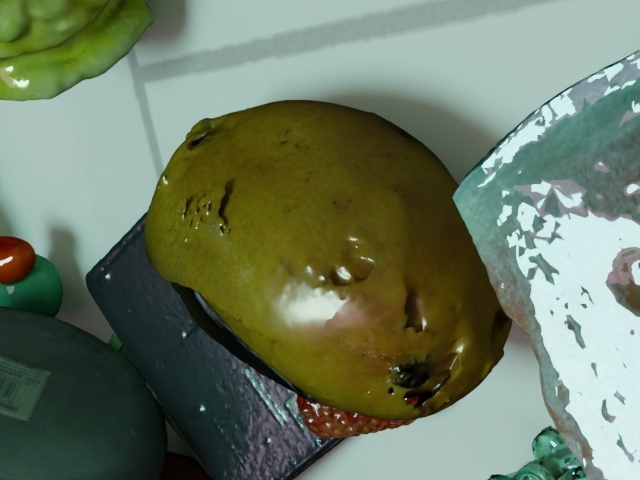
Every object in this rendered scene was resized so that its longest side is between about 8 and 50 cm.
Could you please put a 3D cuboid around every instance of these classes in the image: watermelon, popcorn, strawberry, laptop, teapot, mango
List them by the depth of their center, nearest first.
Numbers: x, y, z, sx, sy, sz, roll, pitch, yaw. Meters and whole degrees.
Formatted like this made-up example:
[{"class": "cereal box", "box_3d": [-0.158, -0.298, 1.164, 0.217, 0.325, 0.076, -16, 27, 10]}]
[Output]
[{"class": "watermelon", "box_3d": [0.207, 0.043, 0.395, 0.318, 0.148, 0.226, 19, 98, 36]}, {"class": "mango", "box_3d": [0.000, 0.000, 0.602, 0.248, 0.156, 0.151, 31, 105, 49]}, {"class": "strawberry", "box_3d": [0.026, 0.083, 0.650, 0.073, 0.083, 0.073, 38, 146, 32]}, {"class": "popcorn", "box_3d": [-0.203, -0.184, 0.690, 0.235, 0.181, 0.217, 37, 131, 34]}, {"class": "laptop", "box_3d": [-0.066, 0.066, 0.746, 0.154, 0.026, 0.207, -41, 76, 26]}, {"class": "teapot", "box_3d": [-0.283, 0.214, 0.773, 0.223, 0.305, 0.285, 52, 131, 46]}]

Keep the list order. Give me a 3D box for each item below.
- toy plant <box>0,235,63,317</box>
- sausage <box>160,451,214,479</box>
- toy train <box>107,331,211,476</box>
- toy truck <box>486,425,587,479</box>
[{"class": "toy plant", "box_3d": [-0.333, 0.117, 0.937, 0.279, 0.185, 0.400, -1, 116, 22]}, {"class": "sausage", "box_3d": [-0.034, 0.243, 0.767, 0.348, 0.094, 0.097, 17, 115, 40]}, {"class": "toy train", "box_3d": [-0.097, 0.106, 0.812, 0.148, 0.038, 0.071, 48, 136, 18]}, {"class": "toy truck", "box_3d": [0.157, 0.130, 0.556, 0.175, 0.067, 0.081, -32, 85, 46]}]
